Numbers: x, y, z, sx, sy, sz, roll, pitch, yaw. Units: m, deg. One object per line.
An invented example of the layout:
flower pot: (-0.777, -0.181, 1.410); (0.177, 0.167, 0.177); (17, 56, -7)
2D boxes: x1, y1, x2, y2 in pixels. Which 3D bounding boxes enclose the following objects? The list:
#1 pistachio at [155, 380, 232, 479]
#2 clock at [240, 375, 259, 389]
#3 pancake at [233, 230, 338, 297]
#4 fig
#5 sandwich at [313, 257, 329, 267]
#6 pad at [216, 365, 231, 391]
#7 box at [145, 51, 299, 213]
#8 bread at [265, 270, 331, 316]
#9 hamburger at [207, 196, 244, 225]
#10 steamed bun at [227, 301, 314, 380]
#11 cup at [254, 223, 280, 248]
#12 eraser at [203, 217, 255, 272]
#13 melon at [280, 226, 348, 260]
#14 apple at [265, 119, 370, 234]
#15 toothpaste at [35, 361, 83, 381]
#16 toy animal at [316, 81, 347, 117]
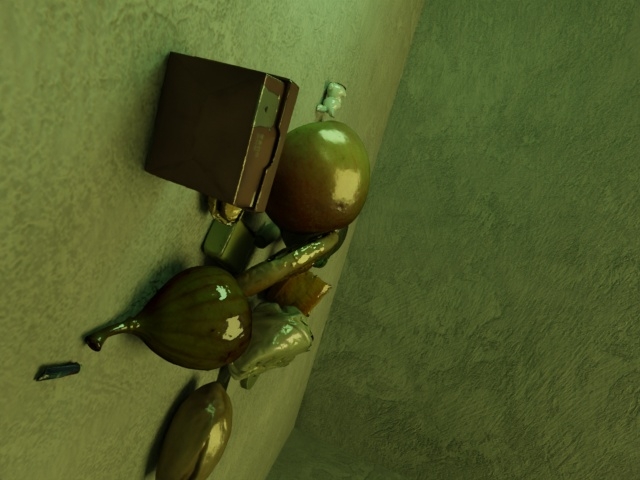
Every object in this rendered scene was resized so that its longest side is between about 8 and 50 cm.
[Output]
pistachio: (-0.338, 0.532, 1.169); (0.181, 0.162, 0.293); (-10, -122, 62)
clock: (-0.265, 0.501, 1.781); (0.235, 0.029, 0.235); (19, 90, -80)
pancake: (-0.114, 0.075, 1.170); (0.386, 0.082, 0.387); (-28, -178, 1)
fig: (-0.285, 0.155, 0.828); (0.320, 0.216, 0.217); (6, 104, -54)
sandwich: (-0.004, 0.014, 2.019); (0.292, 0.109, 0.212); (-63, 160, -44)
pad: (-0.334, 0.481, 1.479); (0.127, 0.004, 0.190); (-18, 126, -75)
box: (-0.168, -0.178, 0.694); (0.086, 0.215, 0.215); (-4, 114, -63)
bread: (-0.099, 0.207, 1.607); (0.179, 0.194, 0.340); (-53, 179, -18)
hamburger: (-0.205, -0.127, 0.931); (0.176, 0.087, 0.102); (-63, 156, 1)
steamed bun: (-0.185, 0.310, 1.418); (0.280, 0.207, 0.268); (-8, 150, -35)
cup: (-0.176, -0.011, 1.339); (0.055, 0.074, 0.083); (66, 32, -15)
eraser: (-0.226, 0.004, 1.079); (0.172, 0.058, 0.117); (71, 39, -71)
melon: (-0.020, -0.056, 1.481); (0.302, 0.237, 0.237); (105, 11, -49)
apple: (-0.020, -0.156, 1.129); (0.319, 0.319, 0.277); (-43, 118, -66)
toothpaste: (-0.405, 0.204, 0.672); (0.027, 0.019, 0.083); (-47, 167, 0)
toy animal: (0.042, -0.486, 1.499); (0.085, 0.070, 0.124); (18, 91, -79)
